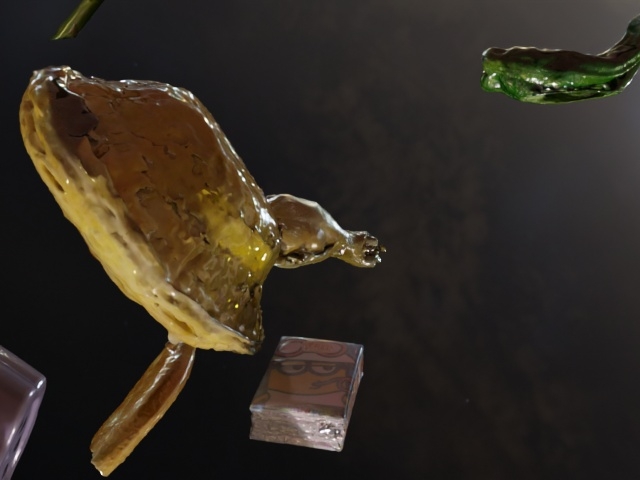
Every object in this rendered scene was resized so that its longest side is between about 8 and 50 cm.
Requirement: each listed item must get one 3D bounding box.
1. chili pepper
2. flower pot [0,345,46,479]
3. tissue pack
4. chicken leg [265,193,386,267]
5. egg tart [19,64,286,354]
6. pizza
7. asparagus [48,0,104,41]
[{"bbox_3d":[0.247,-0.171,0.731,0.182,0.050,0.073,-12,-128,-5],"label":"chili pepper"},{"bbox_3d":[-0.435,0.185,0.785,0.243,0.265,0.265,21,-143,-11],"label":"flower pot"},{"bbox_3d":[-0.013,0.186,0.931,0.116,0.065,0.155,6,-155,11],"label":"tissue pack"},{"bbox_3d":[0.000,0.000,1.632,0.201,0.152,0.429,30,-170,38],"label":"chicken leg"},{"bbox_3d":[-0.175,-0.056,0.955,0.443,0.178,0.443,54,-177,-4],"label":"egg tart"},{"bbox_3d":[-0.266,0.245,1.138,0.056,0.134,0.271,44,-151,-12],"label":"pizza"},{"bbox_3d":[-0.273,-0.325,0.951,0.027,0.236,0.034,42,-148,-17],"label":"asparagus"}]
